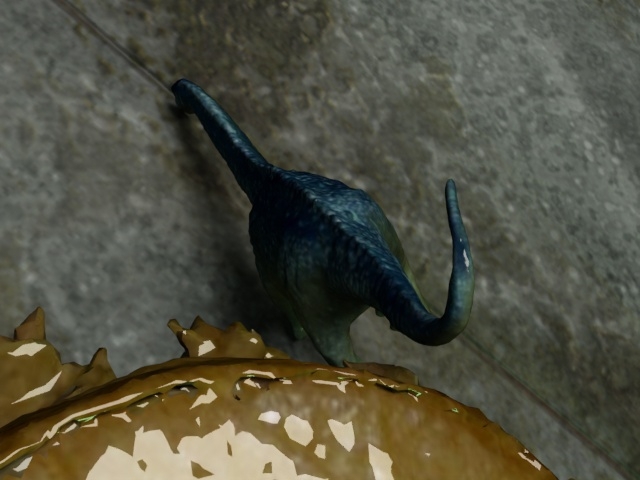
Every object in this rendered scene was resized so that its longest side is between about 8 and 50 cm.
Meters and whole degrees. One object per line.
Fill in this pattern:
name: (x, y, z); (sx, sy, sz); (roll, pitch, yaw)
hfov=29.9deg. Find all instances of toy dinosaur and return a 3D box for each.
toy dinosaur: (0.003, 0.007, 0.643); (0.076, 0.363, 0.147); (-33, 118, -9)

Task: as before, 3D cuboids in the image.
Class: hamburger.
hamburger: (-0.038, 0.171, 0.454); (0.445, 0.268, 0.287); (11, 66, -22)
